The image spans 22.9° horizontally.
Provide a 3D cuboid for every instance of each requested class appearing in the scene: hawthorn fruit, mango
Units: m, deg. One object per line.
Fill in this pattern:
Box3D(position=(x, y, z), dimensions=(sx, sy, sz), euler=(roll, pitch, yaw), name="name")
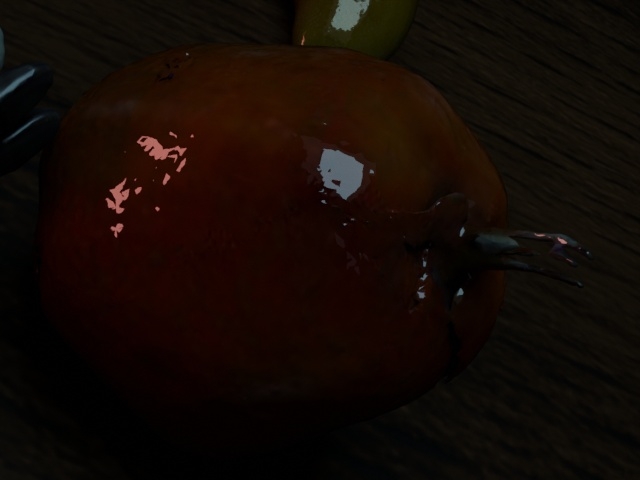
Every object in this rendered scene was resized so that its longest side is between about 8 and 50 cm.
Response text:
Box3D(position=(0.000, 0.000, 0.764), dimensions=(0.211, 0.299, 0.211), euler=(6, 82, -51), name="hawthorn fruit")
Box3D(position=(0.022, -0.185, 1.108), dimensions=(0.102, 0.085, 0.184), euler=(18, 47, -17), name="mango")

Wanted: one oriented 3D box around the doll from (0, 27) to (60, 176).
Box3D(position=(-0.224, -0.140, 0.791), dimensions=(0.153, 0.195, 0.258), euler=(-41, 96, -27), name="doll")
